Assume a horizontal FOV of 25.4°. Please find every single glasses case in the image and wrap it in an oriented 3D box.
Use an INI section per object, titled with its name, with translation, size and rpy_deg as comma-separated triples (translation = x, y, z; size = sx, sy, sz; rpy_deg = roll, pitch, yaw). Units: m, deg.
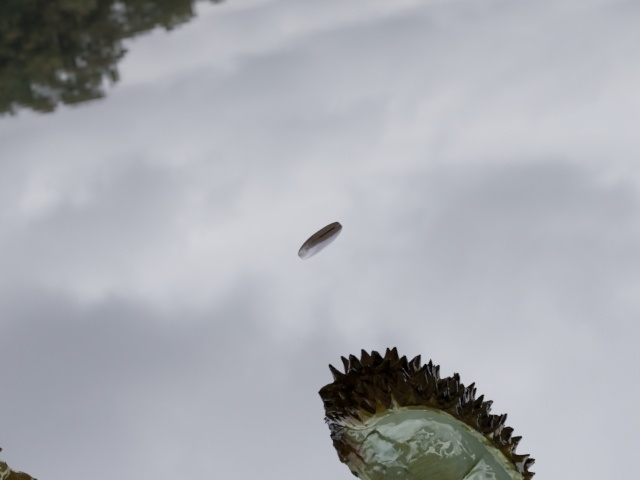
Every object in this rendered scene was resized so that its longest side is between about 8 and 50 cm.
[glasses case]
translation = 0.000, 0.000, 1.728
size = 0.032, 0.021, 0.083
rpy_deg = -48, 172, 37

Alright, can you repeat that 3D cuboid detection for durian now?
[durian]
translation = 0.108, 0.192, 1.248
size = 0.139, 0.252, 0.144
rpy_deg = -49, -173, -2

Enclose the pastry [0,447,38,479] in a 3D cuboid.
[pastry]
translation = -0.374, 0.343, 1.124
size = 0.337, 0.292, 0.405
rpy_deg = -26, -126, 6
